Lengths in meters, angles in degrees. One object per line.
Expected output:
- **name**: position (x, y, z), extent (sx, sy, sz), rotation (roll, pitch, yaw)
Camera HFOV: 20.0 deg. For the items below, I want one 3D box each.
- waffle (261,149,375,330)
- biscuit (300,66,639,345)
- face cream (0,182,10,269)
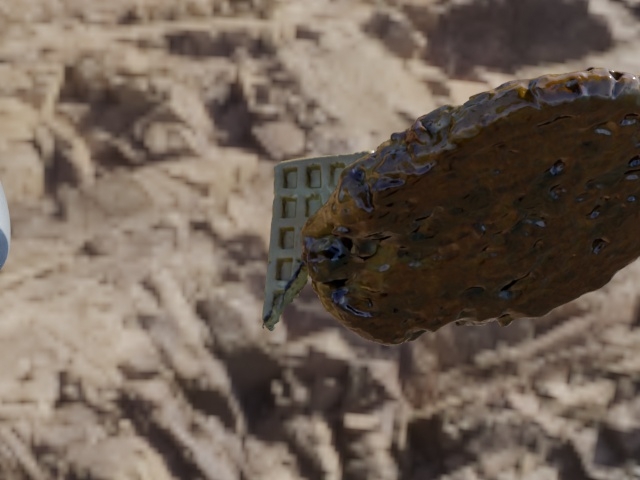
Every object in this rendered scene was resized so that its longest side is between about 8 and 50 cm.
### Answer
- **waffle**: position (0.000, 0.000, 1.516), extent (0.097, 0.153, 0.023), rotation (-2, -20, 21)
- **biscuit**: position (0.146, -0.032, 1.461), extent (0.334, 0.289, 0.081), rotation (-27, 55, 13)
- **face cream**: position (-0.246, -0.017, 1.175), extent (0.091, 0.091, 0.095), rotation (-11, 43, -26)
